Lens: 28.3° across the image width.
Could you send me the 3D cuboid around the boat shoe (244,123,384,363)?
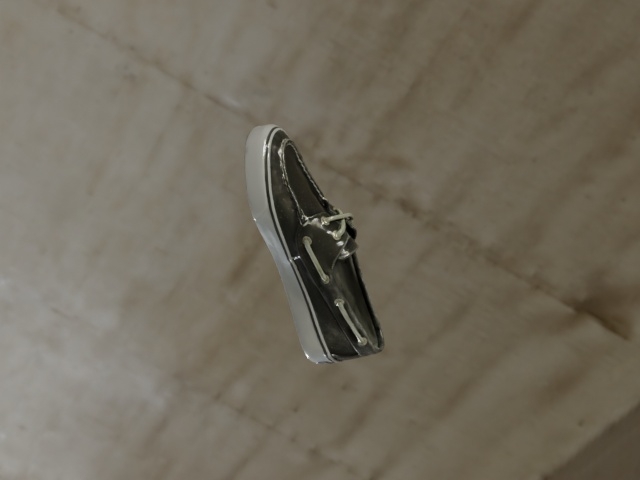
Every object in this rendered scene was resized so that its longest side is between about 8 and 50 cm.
[{"bbox_3d":[0.000,0.000,1.087,0.070,0.219,0.078,-11,-162,28],"label":"boat shoe"}]
